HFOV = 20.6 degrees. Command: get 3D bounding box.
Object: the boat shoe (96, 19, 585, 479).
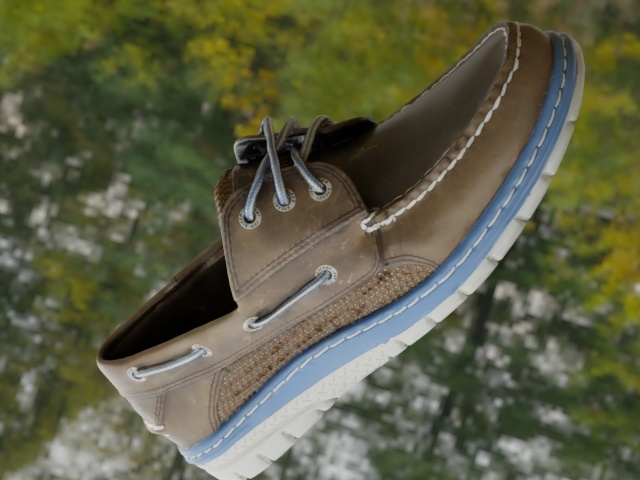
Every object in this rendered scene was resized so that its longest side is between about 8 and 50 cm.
[{"bbox_3d":[0.000,0.000,0.510,0.066,0.183,0.066,33,-153,-19],"label":"boat shoe"}]
